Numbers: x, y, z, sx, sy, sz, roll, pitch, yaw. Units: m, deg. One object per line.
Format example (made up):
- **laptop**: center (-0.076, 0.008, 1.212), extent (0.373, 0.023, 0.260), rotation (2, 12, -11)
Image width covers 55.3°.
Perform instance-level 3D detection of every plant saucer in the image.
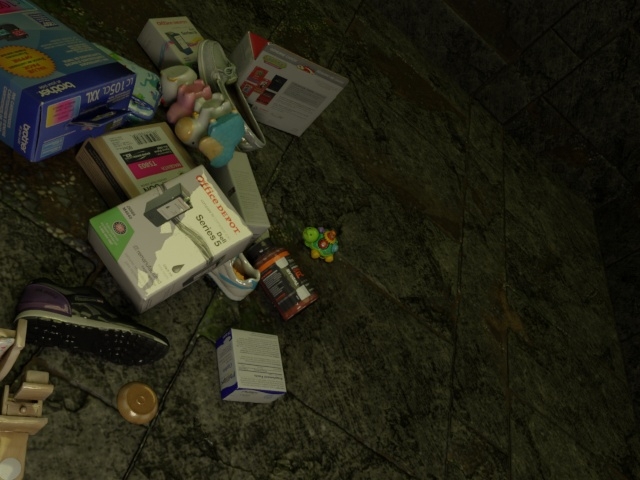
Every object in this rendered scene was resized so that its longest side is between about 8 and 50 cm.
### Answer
- **plant saucer**: center (-0.339, 0.301, 1.146), extent (0.083, 0.015, 0.083), rotation (26, 43, -28)

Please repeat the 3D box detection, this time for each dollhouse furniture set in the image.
- **dollhouse furniture set**: center (-0.473, 0.215, 0.803), extent (0.303, 0.355, 0.174), rotation (17, 48, -37)

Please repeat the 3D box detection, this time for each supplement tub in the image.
- **supplement tub**: center (-0.099, 0.091, 1.498), extent (0.198, 0.106, 0.106), rotation (55, 37, 6)

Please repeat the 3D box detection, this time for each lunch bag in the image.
- **lunch bag**: center (-0.505, -0.372, 1.501), extent (0.219, 0.090, 0.176), rotation (28, 45, -25)

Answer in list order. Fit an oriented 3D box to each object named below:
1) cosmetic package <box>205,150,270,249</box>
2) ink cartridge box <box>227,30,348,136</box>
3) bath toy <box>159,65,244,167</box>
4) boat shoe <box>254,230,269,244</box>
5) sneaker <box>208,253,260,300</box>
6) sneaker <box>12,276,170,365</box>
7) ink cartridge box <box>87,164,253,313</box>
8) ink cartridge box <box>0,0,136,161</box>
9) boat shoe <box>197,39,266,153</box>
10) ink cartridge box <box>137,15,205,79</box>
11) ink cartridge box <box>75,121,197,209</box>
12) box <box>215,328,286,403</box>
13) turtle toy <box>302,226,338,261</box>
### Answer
- **cosmetic package**: center (-0.217, -0.103, 1.536), extent (0.085, 0.117, 0.231), rotation (4, 55, -45)
- **ink cartridge box**: center (-0.117, -0.482, 1.836), extent (0.309, 0.272, 0.130), rotation (14, 49, -38)
- **bath toy**: center (-0.321, -0.322, 1.551), extent (0.151, 0.129, 0.348), rotation (-24, 47, -21)
- **boat shoe**: center (-0.172, -0.069, 1.596), extent (0.066, 0.063, 0.184), rotation (2, 57, -45)
- **sneaker**: center (-0.238, 0.036, 1.415), extent (0.228, 0.092, 0.087), rotation (41, 39, -9)
- **sneaker**: center (-0.411, 0.141, 1.143), extent (0.283, 0.107, 0.124), rotation (23, 38, -31)
- **ink cartridge box**: center (-0.312, -0.008, 1.282), extent (0.272, 0.115, 0.198), rotation (-33, 83, -30)
- **ink cartridge box**: center (-0.578, -0.325, 1.254), extent (0.395, 0.151, 0.270), rotation (36, 37, 6)
- **boat shoe**: center (-0.243, -0.396, 1.677), extent (0.118, 0.103, 0.321), rotation (-40, 116, -66)
- **ink cartridge box**: center (-0.393, -0.527, 1.742), extent (0.212, 0.093, 0.154), rotation (52, 37, 5)
- **ink cartridge box**: center (-0.408, -0.164, 1.418), extent (0.193, 0.088, 0.234), rotation (53, 36, 6)
- **box**: center (-0.151, 0.272, 1.316), extent (0.126, 0.072, 0.137), rotation (16, 47, -37)
- **turtle toy**: center (0.000, 0.000, 1.708), extent (0.130, 0.066, 0.095), rotation (17, 48, -36)
